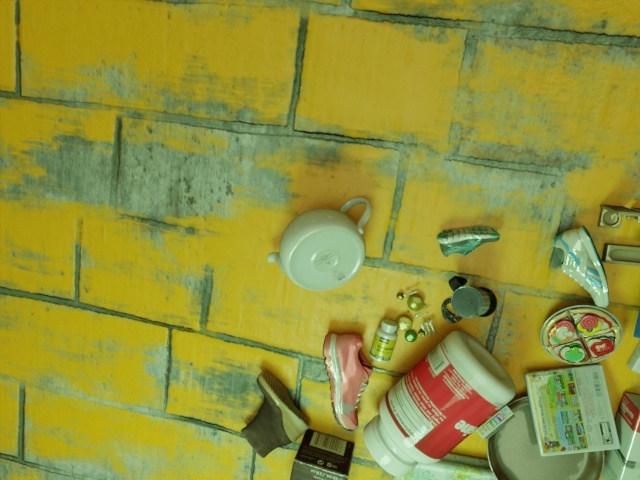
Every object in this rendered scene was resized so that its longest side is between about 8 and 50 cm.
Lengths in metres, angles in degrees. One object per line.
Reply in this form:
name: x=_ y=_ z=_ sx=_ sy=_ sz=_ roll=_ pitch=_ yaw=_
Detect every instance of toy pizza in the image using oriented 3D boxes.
toy pizza: x=0.706 y=0.263 z=1.304 sx=0.201 sy=0.032 sz=0.201 roll=6 pitch=119 yaw=11

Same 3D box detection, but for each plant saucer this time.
plant saucer: x=0.631 y=0.593 z=1.370 sx=0.311 sy=0.050 sz=0.310 roll=-1 pitch=85 yaw=10

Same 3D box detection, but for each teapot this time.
teapot: x=0.000 y=0.000 z=1.344 sx=0.256 sy=0.187 sz=0.252 roll=3 pitch=124 yaw=-16

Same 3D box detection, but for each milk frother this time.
milk frother: x=0.389 y=0.181 z=1.321 sx=0.129 sy=0.135 sz=0.143 roll=37 pitch=105 yaw=34

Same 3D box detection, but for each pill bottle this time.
pill bottle: x=0.189 y=0.294 z=1.420 sx=0.065 sy=0.065 sz=0.116 roll=15 pitch=103 yaw=8
pill bottle: x=0.316 y=0.463 z=1.345 sx=0.229 sy=0.229 sz=0.407 roll=42 pitch=106 yaw=1

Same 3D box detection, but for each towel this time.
towel: x=0.399 y=0.813 z=1.474 sx=0.374 sy=0.090 sz=0.320 roll=6 pitch=103 yaw=9

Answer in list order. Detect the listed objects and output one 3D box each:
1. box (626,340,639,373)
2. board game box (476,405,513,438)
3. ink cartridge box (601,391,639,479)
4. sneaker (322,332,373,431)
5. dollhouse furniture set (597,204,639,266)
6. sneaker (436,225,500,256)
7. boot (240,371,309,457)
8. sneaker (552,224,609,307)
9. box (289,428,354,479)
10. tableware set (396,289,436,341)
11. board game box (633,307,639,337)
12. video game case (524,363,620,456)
box: x=0.940 y=0.290 z=1.289 sx=0.145 sy=0.038 sz=0.186 roll=22 pitch=106 yaw=7
board game box: x=0.477 y=0.494 z=1.304 sx=0.103 sy=0.154 sz=0.026 roll=-41 pitch=59 yaw=4
ink cartridge box: x=0.913 y=0.578 z=1.312 sx=0.197 sy=0.114 sz=0.272 roll=10 pitch=102 yaw=8
sneaker: x=0.096 y=0.425 z=1.439 sx=0.136 sy=0.116 sz=0.313 roll=-9 pitch=99 yaw=11
dollhouse furniture set: x=0.790 y=-0.003 z=1.213 sx=0.144 sy=0.123 sz=0.151 roll=6 pitch=102 yaw=10
sneaker: x=0.408 y=0.006 z=1.330 sx=0.166 sy=0.065 sz=0.076 roll=-5 pitch=117 yaw=15
boot: x=-0.179 y=0.560 z=1.531 sx=0.207 sy=0.090 sz=0.248 roll=-35 pitch=97 yaw=13
sneaker: x=0.695 y=0.075 z=1.275 sx=0.092 sy=0.087 sz=0.228 roll=-22 pitch=96 yaw=31
box: x=-0.002 y=0.735 z=1.493 sx=0.168 sy=0.167 sz=0.203 roll=13 pitch=104 yaw=8
tableware set: x=0.268 y=0.222 z=1.414 sx=0.104 sy=0.024 sz=0.154 roll=-23 pitch=97 yaw=18
board game box: x=0.915 y=0.170 z=1.232 sx=0.160 sy=0.047 sz=0.210 roll=17 pitch=86 yaw=8
video game case: x=0.694 y=0.469 z=1.337 sx=0.206 sy=0.026 sz=0.227 roll=-10 pitch=83 yaw=8
